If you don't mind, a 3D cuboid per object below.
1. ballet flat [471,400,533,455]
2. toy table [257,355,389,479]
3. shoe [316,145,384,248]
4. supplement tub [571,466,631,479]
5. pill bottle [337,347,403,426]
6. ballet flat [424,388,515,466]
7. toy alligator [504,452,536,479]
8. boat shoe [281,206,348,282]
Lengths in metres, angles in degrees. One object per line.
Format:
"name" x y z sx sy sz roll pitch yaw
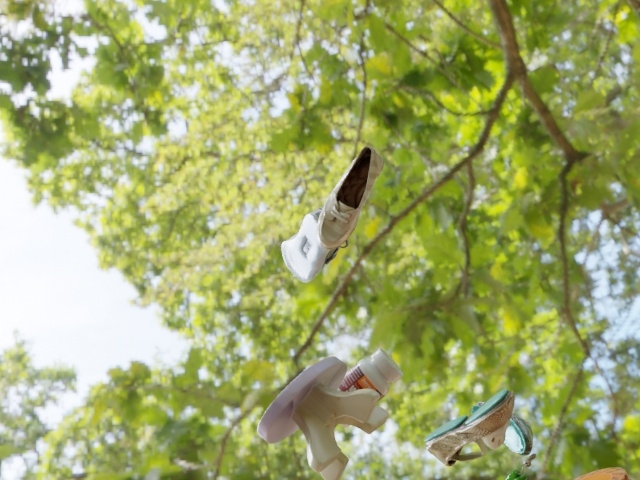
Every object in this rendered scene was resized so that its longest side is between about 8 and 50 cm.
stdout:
"ballet flat" 0.356 0.344 1.714 0.070 0.188 0.070 -6 -74 -21
"toy table" 0.016 0.361 1.878 0.274 0.161 0.252 -33 -30 -42
"shoe" 0.052 -0.086 1.770 0.077 0.219 0.058 25 -10 14
"supplement tub" 0.552 0.589 1.667 0.194 0.315 0.193 -24 -4 -2
"pill bottle" 0.117 0.409 2.567 0.221 0.121 0.121 -41 -43 6
"ballet flat" 0.236 0.284 1.363 0.073 0.067 0.206 -33 -8 -39
"toy alligator" 0.350 0.458 1.675 0.056 0.051 0.189 -15 -32 -45
"boat shoe" -0.002 -0.004 2.042 0.105 0.113 0.306 -31 -16 -26
